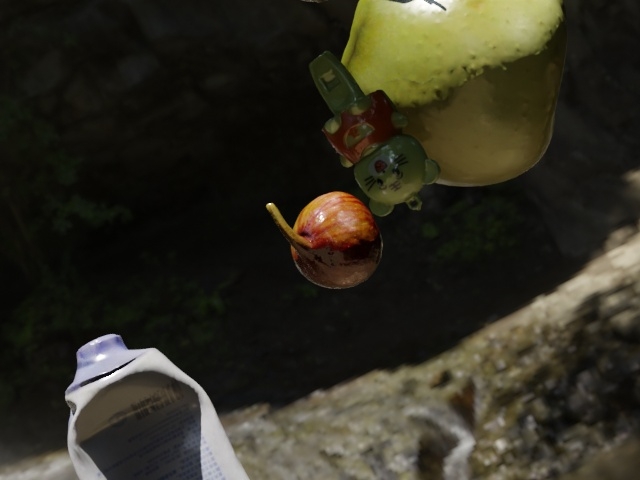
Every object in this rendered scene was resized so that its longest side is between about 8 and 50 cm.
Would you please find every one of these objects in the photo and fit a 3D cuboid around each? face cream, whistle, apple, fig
[{"bbox_3d":[-0.233,0.331,1.822,0.235,0.420,0.137,-27,-2,-15],"label":"face cream"},{"bbox_3d":[0.074,-0.167,1.944,0.131,0.288,0.106,-35,-3,24],"label":"whistle"},{"bbox_3d":[0.252,-0.322,2.367,0.474,0.473,0.473,-27,-5,-2],"label":"apple"},{"bbox_3d":[0.005,0.006,2.232,0.175,0.175,0.207,-31,-13,40],"label":"fig"}]

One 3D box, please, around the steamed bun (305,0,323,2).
[{"bbox_3d":[-0.022,-0.454,1.854,0.268,0.207,0.280,-19,13,32],"label":"steamed bun"}]
